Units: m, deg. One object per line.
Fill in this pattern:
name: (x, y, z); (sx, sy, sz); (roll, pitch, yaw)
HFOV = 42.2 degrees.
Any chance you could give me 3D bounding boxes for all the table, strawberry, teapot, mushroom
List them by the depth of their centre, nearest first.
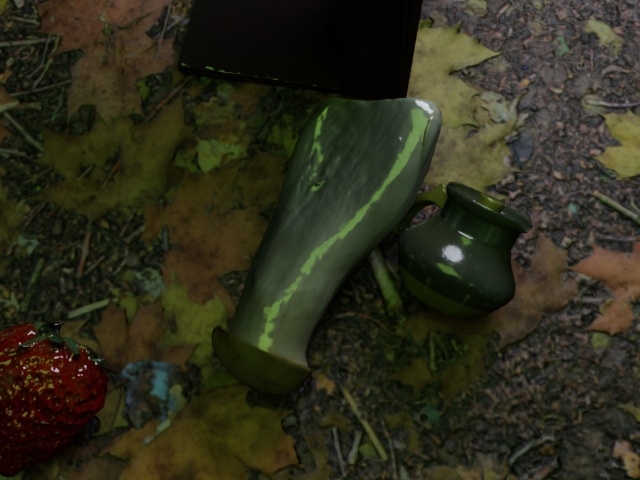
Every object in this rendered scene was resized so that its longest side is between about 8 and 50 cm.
strawberry: (-0.292, 0.154, 0.832); (0.131, 0.131, 0.148); (36, 69, 15)
mushroom: (0.000, 0.000, 0.852); (0.122, 0.159, 0.328); (30, 77, -22)
teapot: (0.137, 0.001, 0.853); (0.166, 0.130, 0.119); (41, 110, 44)
table: (-0.028, -0.300, 0.904); (0.282, 0.250, 0.196); (9, 72, 6)
